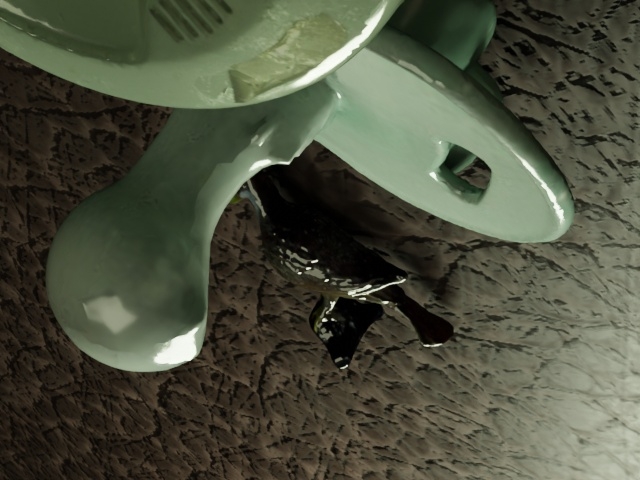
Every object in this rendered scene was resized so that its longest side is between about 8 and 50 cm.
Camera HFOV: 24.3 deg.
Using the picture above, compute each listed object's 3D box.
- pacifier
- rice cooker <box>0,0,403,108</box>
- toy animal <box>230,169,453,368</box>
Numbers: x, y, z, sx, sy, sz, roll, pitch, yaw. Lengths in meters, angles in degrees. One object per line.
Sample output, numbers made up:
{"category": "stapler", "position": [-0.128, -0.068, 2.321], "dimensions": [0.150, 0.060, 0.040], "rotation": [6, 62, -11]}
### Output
{"category": "pacifier", "position": [-0.046, -0.052, 0.787], "dimensions": [0.343, 0.269, 0.288], "rotation": [34, 172, 9]}
{"category": "rice cooker", "position": [-0.051, -0.211, 0.538], "dimensions": [0.288, 0.277, 0.288], "rotation": [21, 144, 16]}
{"category": "toy animal", "position": [-0.003, 0.007, 1.026], "dimensions": [0.105, 0.070, 0.202], "rotation": [-26, 110, 44]}
